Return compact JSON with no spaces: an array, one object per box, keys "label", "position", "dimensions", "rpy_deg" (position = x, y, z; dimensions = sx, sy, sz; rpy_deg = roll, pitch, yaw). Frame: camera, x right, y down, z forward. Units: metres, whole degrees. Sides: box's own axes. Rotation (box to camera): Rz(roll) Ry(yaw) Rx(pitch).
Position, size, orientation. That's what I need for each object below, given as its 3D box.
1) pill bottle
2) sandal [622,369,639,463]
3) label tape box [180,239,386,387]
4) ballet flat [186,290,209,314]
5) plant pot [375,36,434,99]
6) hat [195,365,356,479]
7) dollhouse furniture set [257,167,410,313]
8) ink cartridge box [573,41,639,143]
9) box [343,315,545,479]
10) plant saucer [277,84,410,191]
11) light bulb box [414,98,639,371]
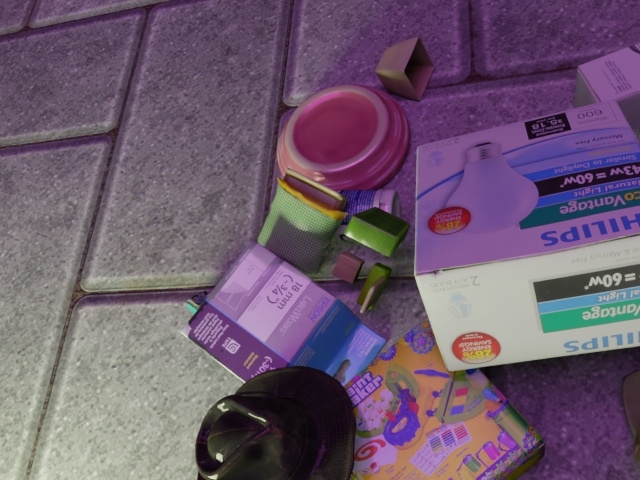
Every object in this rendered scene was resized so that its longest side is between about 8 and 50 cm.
[{"label":"pill bottle","position":[0.075,-0.056,1.332],"dimensions":[0.187,0.112,0.112],"rpy_deg":[1,65,19]},{"label":"sandal","position":[0.557,0.349,0.956],"dimensions":[0.120,0.086,0.302],"rpy_deg":[-25,57,37]},{"label":"label tape box","position":[-0.071,0.189,1.221],"dimensions":[0.334,0.106,0.240],"rpy_deg":[33,78,17]},{"label":"ballet flat","position":[-0.221,0.173,1.349],"dimensions":[0.188,0.070,0.070],"rpy_deg":[38,81,27]},{"label":"plant pot","position":[0.200,-0.417,1.482],"dimensions":[0.096,0.109,0.109],"rpy_deg":[11,68,36]},{"label":"hat","position":[-0.109,0.325,0.998],"dimensions":[0.331,0.134,0.331],"rpy_deg":[-22,44,24]},{"label":"dollhouse furniture set","position":[0.000,0.000,1.227],"dimensions":[0.302,0.151,0.197],"rpy_deg":[27,109,13]},{"label":"ink cartridge box","position":[0.655,-0.293,1.204],"dimensions":[0.273,0.197,0.114],"rpy_deg":[-21,58,8]},{"label":"box","position":[0.180,0.342,1.057],"dimensions":[0.290,0.177,0.279],"rpy_deg":[-39,58,-2]},{"label":"plant saucer","position":[0.045,-0.250,1.458],"dimensions":[0.332,0.084,0.332],"rpy_deg":[-7,62,14]},{"label":"light bulb box","position":[0.350,-0.014,1.000],"dimensions":[0.358,0.225,0.361],"rpy_deg":[-12,36,18]}]
